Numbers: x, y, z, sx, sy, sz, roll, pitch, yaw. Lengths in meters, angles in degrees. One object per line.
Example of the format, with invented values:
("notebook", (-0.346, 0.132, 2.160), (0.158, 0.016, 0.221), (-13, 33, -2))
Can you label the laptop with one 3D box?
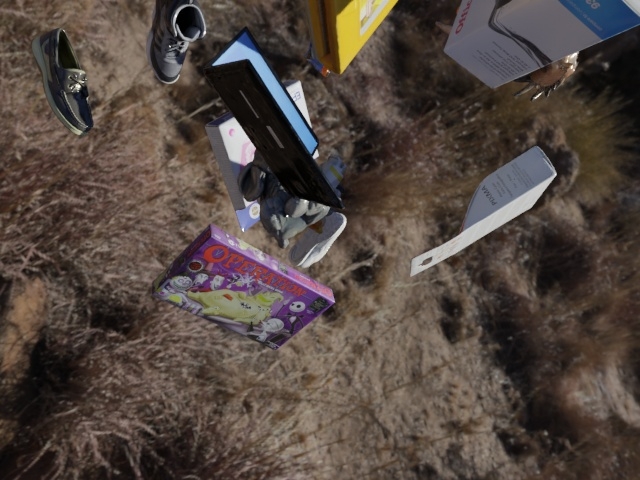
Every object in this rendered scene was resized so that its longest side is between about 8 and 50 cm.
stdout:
("laptop", (-0.046, -0.189, 0.919), (0.234, 0.136, 0.264), (54, -16, -25))

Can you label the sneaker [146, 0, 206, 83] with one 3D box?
("sneaker", (-0.351, -0.489, 1.528), (0.101, 0.269, 0.153), (-7, 40, -30))

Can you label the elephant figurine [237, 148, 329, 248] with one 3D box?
("elephant figurine", (-0.091, -0.137, 1.333), (0.239, 0.186, 0.169), (63, 15, 19))

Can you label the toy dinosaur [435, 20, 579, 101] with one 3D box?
("toy dinosaur", (0.374, -0.365, 1.239), (0.200, 0.295, 0.127), (82, 12, -47))

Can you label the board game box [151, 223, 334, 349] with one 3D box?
("board game box", (-0.161, 0.113, 1.368), (0.346, 0.208, 0.056), (30, 26, -34))

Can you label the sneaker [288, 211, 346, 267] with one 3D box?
("sneaker", (0.000, 0.000, 2.050), (0.095, 0.235, 0.090), (26, 28, -51))

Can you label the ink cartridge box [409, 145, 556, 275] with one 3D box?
("ink cartridge box", (0.369, -0.056, 1.563), (0.091, 0.385, 0.308), (60, 1, 13))

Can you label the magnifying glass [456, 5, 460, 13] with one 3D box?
("magnifying glass", (0.462, -0.559, 1.645), (0.231, 0.026, 0.092), (16, 4, -15))

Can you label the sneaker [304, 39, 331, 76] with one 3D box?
("sneaker", (0.017, -0.519, 1.678), (0.087, 0.083, 0.221), (29, 36, -8))

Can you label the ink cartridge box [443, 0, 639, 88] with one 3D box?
("ink cartridge box", (0.361, -0.402, 0.984), (0.129, 0.307, 0.223), (28, 73, -21))

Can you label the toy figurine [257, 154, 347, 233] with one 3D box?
("toy figurine", (-0.051, -0.131, 1.500), (0.209, 0.213, 0.148), (30, 70, 8))

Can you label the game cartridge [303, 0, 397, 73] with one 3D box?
("game cartridge", (0.096, -0.362, 0.663), (0.052, 0.324, 0.285), (39, -4, 8))

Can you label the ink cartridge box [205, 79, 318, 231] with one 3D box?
("ink cartridge box", (-0.139, -0.236, 1.764), (0.324, 0.071, 0.330), (-41, 127, -36))

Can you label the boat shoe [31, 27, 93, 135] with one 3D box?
("boat shoe", (-0.504, -0.320, 1.254), (0.224, 0.073, 0.080), (66, 23, 7))
